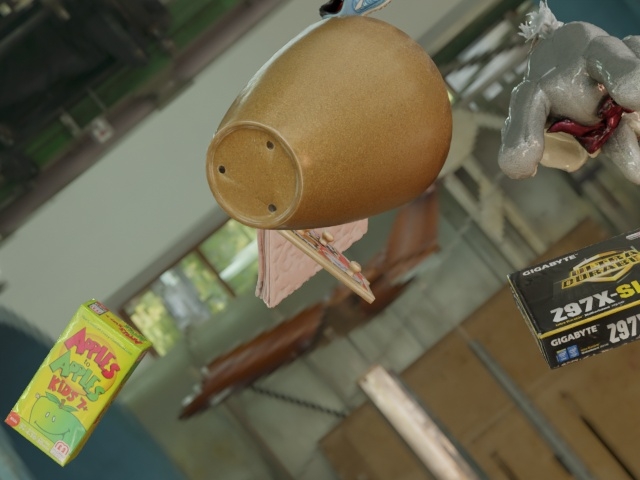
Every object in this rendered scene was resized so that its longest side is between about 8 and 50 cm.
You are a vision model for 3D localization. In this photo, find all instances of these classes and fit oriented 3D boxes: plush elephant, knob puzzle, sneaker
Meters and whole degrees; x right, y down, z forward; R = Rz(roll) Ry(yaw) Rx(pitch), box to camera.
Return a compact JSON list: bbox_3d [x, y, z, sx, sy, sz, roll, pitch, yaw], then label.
[{"bbox_3d":[0.424,-0.195,2.189,0.272,0.255,0.330,-35,34,22],"label":"plush elephant"},{"bbox_3d":[0.000,0.000,1.995,0.030,0.213,0.213,-50,-10,7],"label":"knob puzzle"},{"bbox_3d":[0.062,-0.399,2.295,0.073,0.063,0.162,28,-62,-39],"label":"sneaker"}]

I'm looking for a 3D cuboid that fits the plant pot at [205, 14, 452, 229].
[{"bbox_3d":[-0.012,-0.105,1.574,0.237,0.237,0.254,-46,-6,35],"label":"plant pot"}]

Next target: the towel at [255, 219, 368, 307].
[{"bbox_3d":[-0.013,-0.081,2.630,0.332,0.053,0.317,-38,-40,-43],"label":"towel"}]

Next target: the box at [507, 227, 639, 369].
[{"bbox_3d":[0.503,0.084,2.443,0.322,0.079,0.257,-19,24,3],"label":"box"}]

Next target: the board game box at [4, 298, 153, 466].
[{"bbox_3d":[-0.291,0.171,1.717,0.181,0.092,0.043,-55,-7,15],"label":"board game box"}]
